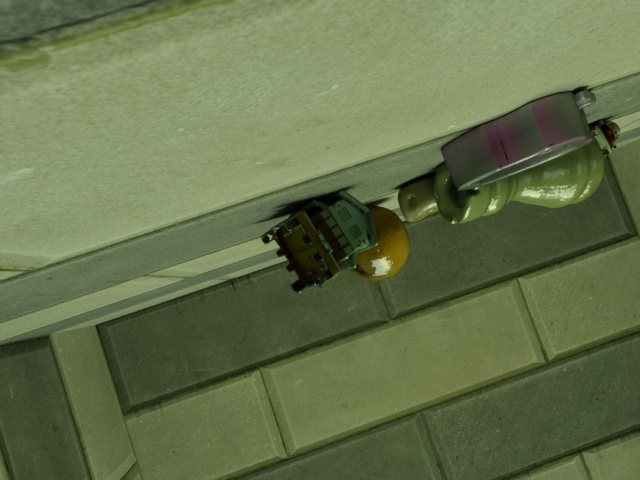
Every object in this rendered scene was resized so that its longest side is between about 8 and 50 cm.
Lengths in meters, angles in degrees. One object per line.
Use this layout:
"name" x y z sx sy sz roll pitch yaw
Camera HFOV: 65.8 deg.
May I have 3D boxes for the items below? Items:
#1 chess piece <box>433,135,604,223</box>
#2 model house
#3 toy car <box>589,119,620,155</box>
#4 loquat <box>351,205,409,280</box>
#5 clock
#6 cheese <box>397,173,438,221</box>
"chess piece" 0.553 -0.173 1.416 0.442 0.234 0.234 -14 175 -17
"model house" 0.000 0.000 1.273 0.215 0.198 0.224 -31 -179 -27
"toy car" 0.925 -0.347 1.639 0.112 0.112 0.139 -34 -172 -7
"loquat" 0.191 0.000 1.796 0.275 0.274 0.275 -19 176 -1
"clock" 0.449 -0.216 1.100 0.339 0.102 0.338 -19 176 -1
"cheese" 0.352 -0.142 1.560 0.218 0.117 0.235 -22 178 6
